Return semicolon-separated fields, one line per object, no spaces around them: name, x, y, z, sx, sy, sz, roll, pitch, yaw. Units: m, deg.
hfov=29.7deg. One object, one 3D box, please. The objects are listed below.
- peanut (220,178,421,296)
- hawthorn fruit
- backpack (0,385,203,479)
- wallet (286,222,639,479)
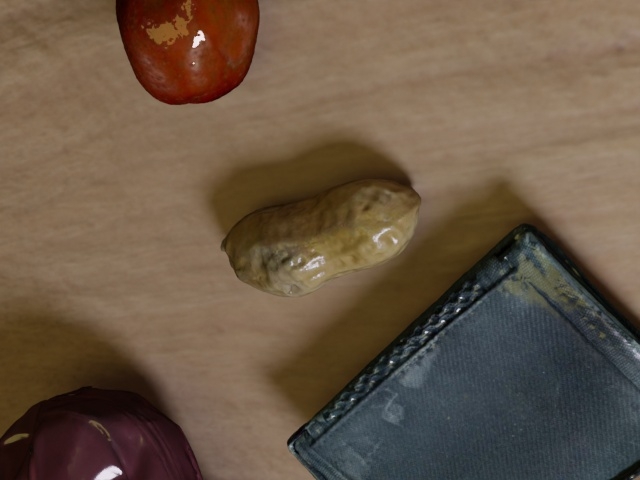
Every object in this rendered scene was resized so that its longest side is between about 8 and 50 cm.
peanut;0.000;0.000;1.133;0.214;0.099;0.100;-18;99;25
hawthorn fruit;-0.118;-0.189;1.098;0.132;0.133;0.138;-1;119;27
backpack;-0.219;0.310;1.287;0.283;0.197;0.317;-22;90;32
wallet;0.158;0.167;1.117;0.237;0.075;0.342;44;119;0
